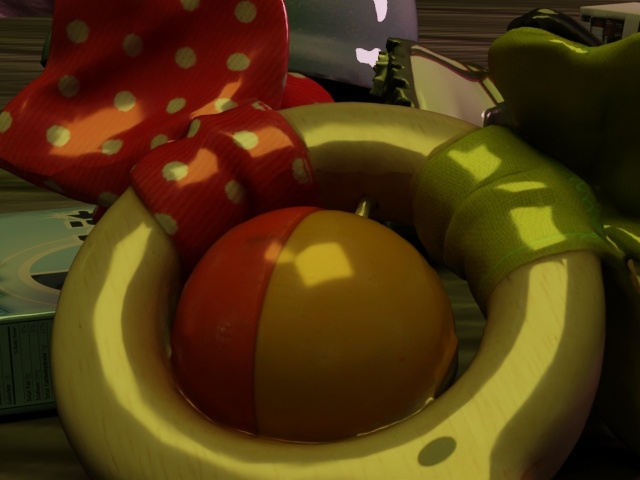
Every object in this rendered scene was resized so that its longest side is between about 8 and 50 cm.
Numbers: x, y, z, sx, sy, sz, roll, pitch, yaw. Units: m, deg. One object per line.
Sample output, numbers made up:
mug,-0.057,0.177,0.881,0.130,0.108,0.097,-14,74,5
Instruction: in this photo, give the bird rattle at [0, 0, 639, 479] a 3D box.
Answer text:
bird rattle,0.000,0.000,0.369,0.254,0.143,0.207,14,50,12

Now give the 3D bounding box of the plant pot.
plant pot,-0.059,-0.213,0.936,0.293,0.196,0.293,6,1,0

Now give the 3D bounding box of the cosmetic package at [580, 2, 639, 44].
cosmetic package,0.279,-0.125,0.922,0.060,0.098,0.239,-8,16,-16

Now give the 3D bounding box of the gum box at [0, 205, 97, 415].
gum box,-0.086,0.021,0.505,0.184,0.041,0.157,-5,16,-18

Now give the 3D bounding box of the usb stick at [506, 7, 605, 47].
usb stick,0.170,-0.110,0.833,0.077,0.045,0.278,33,7,10

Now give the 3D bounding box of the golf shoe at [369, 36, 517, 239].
golf shoe,0.086,-0.064,0.706,0.120,0.105,0.273,8,16,6
